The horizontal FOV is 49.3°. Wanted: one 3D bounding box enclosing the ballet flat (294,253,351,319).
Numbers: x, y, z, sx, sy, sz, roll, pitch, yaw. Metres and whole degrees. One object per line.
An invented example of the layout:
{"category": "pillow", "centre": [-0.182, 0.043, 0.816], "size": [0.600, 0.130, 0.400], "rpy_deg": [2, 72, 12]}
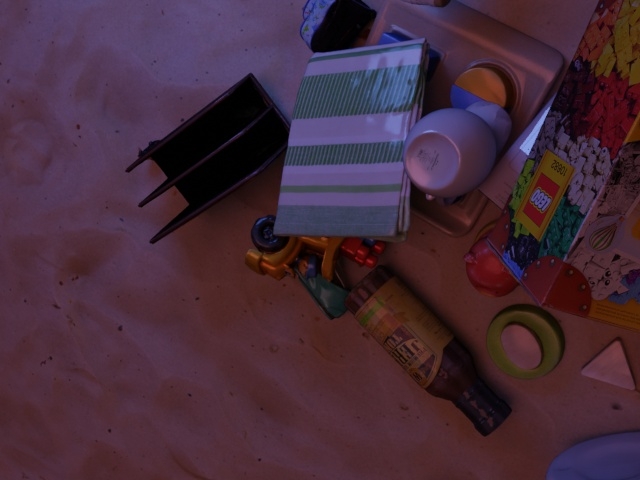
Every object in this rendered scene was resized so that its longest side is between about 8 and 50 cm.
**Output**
{"category": "ballet flat", "centre": [-0.025, 0.041, 1.354], "size": [0.087, 0.083, 0.247], "rpy_deg": [-44, 78, 3]}

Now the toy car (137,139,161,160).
{"category": "toy car", "centre": [-0.328, -0.192, 1.473], "size": [0.122, 0.060, 0.040], "rpy_deg": [-10, 128, 36]}

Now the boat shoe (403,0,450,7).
{"category": "boat shoe", "centre": [0.151, -0.487, 1.016], "size": [0.096, 0.098, 0.276], "rpy_deg": [12, 110, 25]}

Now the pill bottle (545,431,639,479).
{"category": "pill bottle", "centre": [0.511, 0.520, 1.072], "size": [0.224, 0.224, 0.391], "rpy_deg": [-17, 92, 30]}

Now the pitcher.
{"category": "pitcher", "centre": [0.195, -0.113, 1.039], "size": [0.126, 0.207, 0.177], "rpy_deg": [29, 118, 20]}

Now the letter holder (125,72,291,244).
{"category": "letter holder", "centre": [-0.228, -0.147, 1.313], "size": [0.302, 0.214, 0.152], "rpy_deg": [-29, 107, 30]}

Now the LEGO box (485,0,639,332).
{"category": "LEGO box", "centre": [0.516, -0.062, 0.828], "size": [0.501, 0.193, 0.372], "rpy_deg": [14, 111, -13]}

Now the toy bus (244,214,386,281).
{"category": "toy bus", "centre": [0.000, 0.000, 1.251], "size": [0.212, 0.149, 0.220], "rpy_deg": [33, 79, 8]}

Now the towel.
{"category": "towel", "centre": [0.051, -0.161, 1.134], "size": [0.248, 0.038, 0.324], "rpy_deg": [3, 80, 33]}

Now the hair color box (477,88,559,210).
{"category": "hair color box", "centre": [0.409, -0.148, 0.991], "size": [0.347, 0.105, 0.174], "rpy_deg": [-52, 50, 16]}

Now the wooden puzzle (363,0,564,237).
{"category": "wooden puzzle", "centre": [0.181, -0.221, 1.179], "size": [0.322, 0.080, 0.347], "rpy_deg": [34, 114, 18]}

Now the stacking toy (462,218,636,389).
{"category": "stacking toy", "centre": [0.378, 0.115, 1.114], "size": [0.309, 0.130, 0.279], "rpy_deg": [4, 102, 28]}

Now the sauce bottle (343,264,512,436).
{"category": "sauce bottle", "centre": [0.192, 0.196, 1.240], "size": [0.344, 0.111, 0.111], "rpy_deg": [45, 117, 13]}

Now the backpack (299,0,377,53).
{"category": "backpack", "centre": [0.019, -0.383, 1.221], "size": [0.114, 0.105, 0.084], "rpy_deg": [-54, 52, 24]}
